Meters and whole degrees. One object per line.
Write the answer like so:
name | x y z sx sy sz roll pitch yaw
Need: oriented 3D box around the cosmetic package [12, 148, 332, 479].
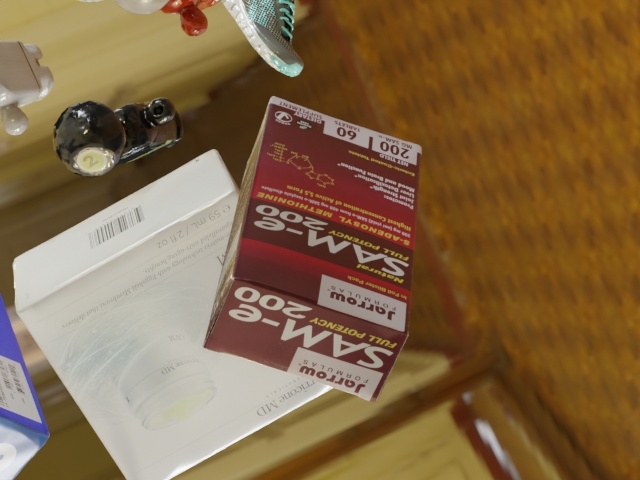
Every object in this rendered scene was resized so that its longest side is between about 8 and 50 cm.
cosmetic package | -0.134 0.077 1.497 0.224 0.224 0.138 61 180 -23

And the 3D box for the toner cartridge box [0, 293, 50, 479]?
toner cartridge box | -0.323 0.185 1.025 0.075 0.348 0.165 32 -165 -36

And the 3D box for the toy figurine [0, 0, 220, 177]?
toy figurine | -0.200 -0.170 1.280 0.210 0.213 0.148 25 -164 15

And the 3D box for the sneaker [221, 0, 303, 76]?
sneaker | -0.055 -0.253 1.767 0.166 0.076 0.065 57 -169 30

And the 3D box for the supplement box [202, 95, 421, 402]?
supplement box | 0.000 0.000 1.173 0.239 0.130 0.073 -82 12 -53
